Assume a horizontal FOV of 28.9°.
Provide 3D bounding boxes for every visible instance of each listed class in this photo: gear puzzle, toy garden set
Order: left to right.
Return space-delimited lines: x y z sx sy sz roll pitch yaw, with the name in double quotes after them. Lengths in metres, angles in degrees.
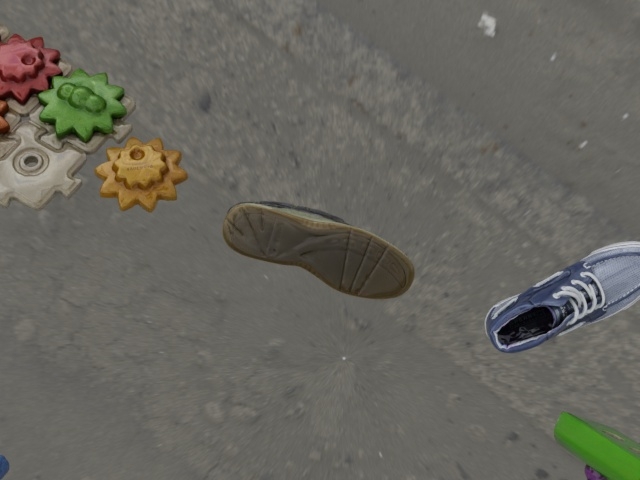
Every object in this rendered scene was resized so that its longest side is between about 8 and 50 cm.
-0.280 -0.119 1.183 0.339 0.044 0.175 30 60 14 "gear puzzle"
0.276 0.186 0.714 0.244 0.204 0.049 21 95 -26 "toy garden set"

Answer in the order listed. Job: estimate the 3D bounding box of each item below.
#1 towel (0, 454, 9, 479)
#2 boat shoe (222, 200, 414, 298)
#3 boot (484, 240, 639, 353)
-0.335 0.239 1.125 0.067 0.119 0.029 -29 102 31 "towel"
0.000 0.000 0.952 0.152 0.049 0.056 21 111 -11 "boat shoe"
0.254 0.061 1.230 0.190 0.086 0.069 -28 92 7 "boot"
